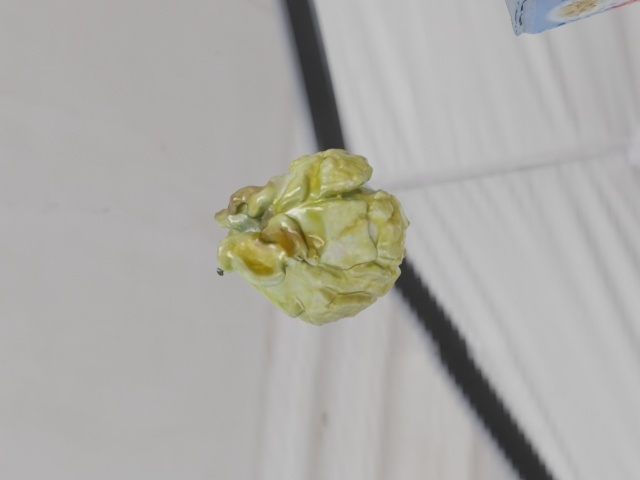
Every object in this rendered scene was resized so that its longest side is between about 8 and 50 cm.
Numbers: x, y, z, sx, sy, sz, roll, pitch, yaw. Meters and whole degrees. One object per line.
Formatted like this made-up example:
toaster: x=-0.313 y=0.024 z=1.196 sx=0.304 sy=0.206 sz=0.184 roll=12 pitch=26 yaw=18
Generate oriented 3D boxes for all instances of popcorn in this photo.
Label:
popcorn: x=0.000 y=0.000 z=1.552 sx=0.162 sy=0.141 sz=0.135 roll=-47 pitch=-60 yaw=-66

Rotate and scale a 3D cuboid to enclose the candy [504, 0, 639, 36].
candy: x=0.207 y=-0.211 z=0.860 sx=0.100 sy=0.306 sz=0.157 roll=39 pitch=-145 yaw=-82
